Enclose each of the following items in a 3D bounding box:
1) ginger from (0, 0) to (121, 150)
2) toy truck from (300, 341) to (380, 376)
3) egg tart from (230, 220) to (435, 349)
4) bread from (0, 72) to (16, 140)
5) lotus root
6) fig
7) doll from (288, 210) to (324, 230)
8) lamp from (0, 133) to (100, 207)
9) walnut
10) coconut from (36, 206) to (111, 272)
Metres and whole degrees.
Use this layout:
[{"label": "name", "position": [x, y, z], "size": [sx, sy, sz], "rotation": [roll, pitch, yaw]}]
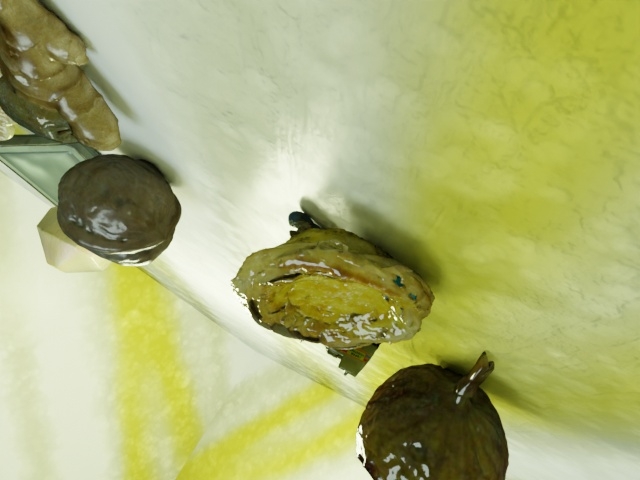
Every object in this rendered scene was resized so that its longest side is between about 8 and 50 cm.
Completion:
[{"label": "ginger", "position": [-0.352, -0.235, 0.601], "size": [0.148, 0.081, 0.333], "rotation": [29, 155, 10]}, {"label": "toy truck", "position": [-0.004, 0.154, 0.962], "size": [0.257, 0.127, 0.127], "rotation": [32, 163, 11]}, {"label": "egg tart", "position": [0.017, 0.057, 0.675], "size": [0.291, 0.107, 0.290], "rotation": [7, 147, 5]}, {"label": "bread", "position": [-0.638, -0.298, 0.864], "size": [0.251, 0.039, 0.182], "rotation": [39, 127, -22]}, {"label": "lotus root", "position": [-0.466, -0.222, 0.804], "size": [0.192, 0.088, 0.113], "rotation": [27, 167, 17]}, {"label": "fig", "position": [0.225, 0.312, 0.896], "size": [0.286, 0.286, 0.368], "rotation": [25, 126, 20]}, {"label": "doll", "position": [0.000, 0.000, 0.710], "size": [0.125, 0.027, 0.037], "rotation": [42, 151, -26]}, {"label": "lamp", "position": [-0.573, -0.142, 1.126], "size": [0.267, 0.047, 0.269], "rotation": [5, 150, 22]}, {"label": "walnut", "position": [-0.362, -0.056, 0.898], "size": [0.224, 0.224, 0.224], "rotation": [29, 161, 11]}, {"label": "coconut", "position": [-0.744, -0.013, 1.526], "size": [0.259, 0.259, 0.259], "rotation": [29, 161, 11]}]
